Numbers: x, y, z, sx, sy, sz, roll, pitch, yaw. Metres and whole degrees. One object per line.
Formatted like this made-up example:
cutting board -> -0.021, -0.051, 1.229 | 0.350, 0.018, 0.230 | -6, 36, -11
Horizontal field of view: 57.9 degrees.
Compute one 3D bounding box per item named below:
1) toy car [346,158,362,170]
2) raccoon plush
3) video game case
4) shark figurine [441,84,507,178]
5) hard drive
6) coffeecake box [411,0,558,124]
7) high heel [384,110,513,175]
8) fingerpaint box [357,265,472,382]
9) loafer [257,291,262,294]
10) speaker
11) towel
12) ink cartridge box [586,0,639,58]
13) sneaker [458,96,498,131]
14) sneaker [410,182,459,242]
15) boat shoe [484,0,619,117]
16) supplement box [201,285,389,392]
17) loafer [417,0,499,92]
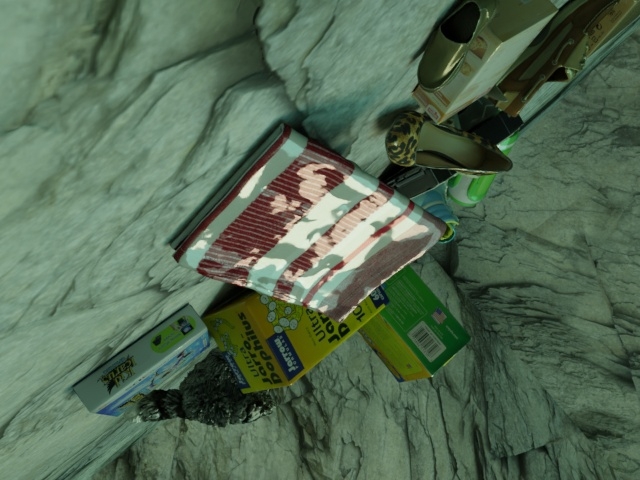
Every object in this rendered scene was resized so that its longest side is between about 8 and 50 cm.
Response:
toy car -> 0.001, -0.036, 0.933 | 0.136, 0.159, 0.182 | 1, 159, -8
raccoon plush -> -0.290, 0.300, 1.459 | 0.446, 0.299, 0.216 | -5, -179, -9
video game case -> -0.335, 0.246, 1.144 | 0.244, 0.061, 0.269 | -35, 171, -18
shark figurine -> 0.261, -0.250, 1.105 | 0.278, 0.166, 0.116 | 90, 23, -56
hard drive -> 0.293, -0.188, 1.359 | 0.339, 0.064, 0.237 | -33, -176, -32
coffeecake box -> 0.240, -0.278, 0.868 | 0.142, 0.068, 0.185 | -35, 170, -29
high heel -> 0.222, -0.155, 0.980 | 0.261, 0.186, 0.093 | -14, 121, -63
fingerpaint box -> 0.181, 0.180, 1.674 | 0.163, 0.445, 0.371 | -38, 170, -15
loafer -> 0.000, 0.000, 1.128 | 0.319, 0.112, 0.111 | -37, 179, -14
speaker -> 0.458, -0.229, 1.659 | 0.131, 0.131, 0.297 | -35, 157, -27
towel -> -0.003, 0.000, 0.787 | 0.329, 0.037, 0.237 | 25, 121, -41
ink cartridge box -> 0.670, -0.536, 1.278 | 0.193, 0.088, 0.235 | -39, 171, -10
sneaker -> 0.344, -0.285, 1.339 | 0.152, 0.054, 0.061 | -33, -178, -10
sneaker -> 0.322, -0.101, 1.623 | 0.319, 0.208, 0.127 | -32, 168, -46
boat shoe -> 0.480, -0.376, 1.189 | 0.324, 0.120, 0.122 | -40, 171, 3
supplement box -> -0.047, 0.157, 1.302 | 0.356, 0.194, 0.195 | -32, -175, -41
loafer -> 0.166, -0.255, 0.742 | 0.050, 0.056, 0.148 | -28, 155, -49
